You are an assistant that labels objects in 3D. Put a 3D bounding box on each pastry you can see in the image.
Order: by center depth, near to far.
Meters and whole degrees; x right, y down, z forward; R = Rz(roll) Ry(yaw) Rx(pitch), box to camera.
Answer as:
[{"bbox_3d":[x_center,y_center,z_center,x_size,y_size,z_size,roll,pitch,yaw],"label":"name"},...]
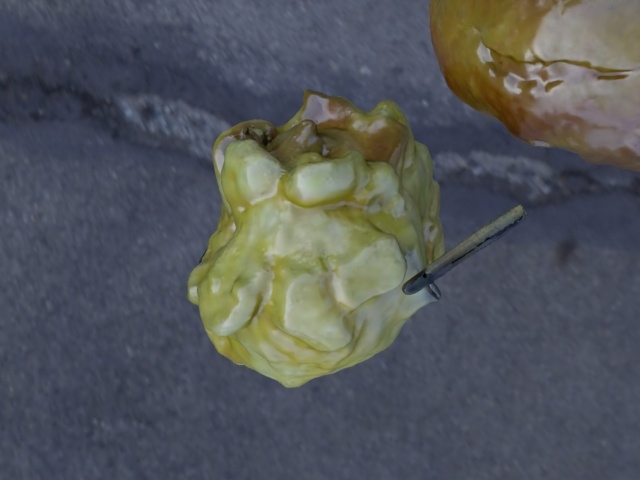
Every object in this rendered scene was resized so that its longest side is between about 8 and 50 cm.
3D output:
[{"bbox_3d":[0.251,-0.195,1.209,0.356,0.356,0.164,-22,133,-7],"label":"pastry"}]

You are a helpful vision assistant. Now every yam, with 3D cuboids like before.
[{"bbox_3d":[0.103,0.007,1.162,0.107,0.014,0.014,-34,124,-5],"label":"yam"}]

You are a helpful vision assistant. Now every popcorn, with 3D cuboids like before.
[{"bbox_3d":[0.000,0.000,1.363,0.215,0.286,0.252,18,112,0],"label":"popcorn"}]
